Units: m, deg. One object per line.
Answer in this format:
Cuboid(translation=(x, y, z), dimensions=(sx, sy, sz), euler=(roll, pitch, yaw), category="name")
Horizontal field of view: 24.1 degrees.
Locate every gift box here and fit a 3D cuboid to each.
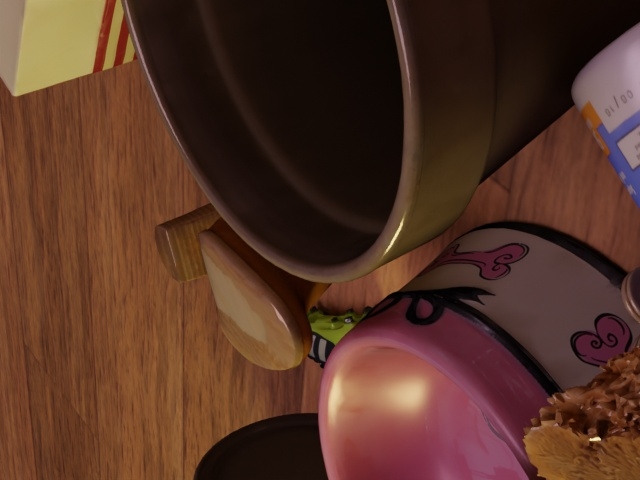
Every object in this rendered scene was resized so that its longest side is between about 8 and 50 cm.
Cuboid(translation=(-0.239, -0.305, 1.394), dimensions=(0.255, 0.276, 0.258), euler=(51, 147, 19), category="gift box")

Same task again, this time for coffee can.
Cuboid(translation=(-0.013, 0.345, 1.530), dimensions=(0.201, 0.201, 0.275), euler=(31, 135, 49), category="coffee can")

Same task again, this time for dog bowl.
Cuboid(translation=(0.151, 0.200, 1.199), dimensions=(0.408, 0.150, 0.408), euler=(39, 140, 41), category="dog bowl")

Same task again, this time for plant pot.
Cuboid(translation=(0.067, -0.169, 0.938), dimensions=(0.323, 0.280, 0.323), euler=(39, 141, 42), category="plant pot")

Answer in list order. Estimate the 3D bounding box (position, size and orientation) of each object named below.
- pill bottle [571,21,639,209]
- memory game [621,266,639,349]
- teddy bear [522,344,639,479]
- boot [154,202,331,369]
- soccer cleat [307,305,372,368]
Cuboid(translation=(0.270, -0.011, 0.830), dimensions=(0.272, 0.152, 0.152), euler=(60, 151, 9), category="pill bottle")
Cuboid(translation=(0.254, 0.065, 0.886), dimensions=(0.012, 0.186, 0.186), euler=(-41, 73, 51), category="memory game")
Cuboid(translation=(0.222, 0.172, 0.804), dimensions=(0.245, 0.113, 0.338), euler=(-18, 120, 43), category="teddy bear")
Cuboid(translation=(0.000, 0.001, 1.242), dimensions=(0.295, 0.211, 0.104), euler=(34, 140, 62), category="boot")
Cuboid(translation=(0.006, 0.103, 1.478), dimensions=(0.179, 0.060, 0.072), euler=(-1, 110, 57), category="soccer cleat")
